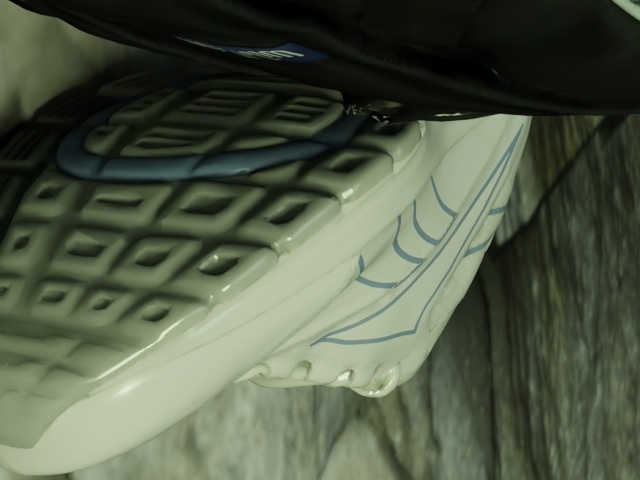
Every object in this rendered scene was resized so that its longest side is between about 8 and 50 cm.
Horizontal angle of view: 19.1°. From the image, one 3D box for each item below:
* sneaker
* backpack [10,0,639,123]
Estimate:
[{"bbox_3d":[0.000,0.000,0.575,0.297,0.111,0.129,-37,131,-51],"label":"sneaker"},{"bbox_3d":[0.001,-0.119,0.423,0.253,0.225,0.191,21,88,-54],"label":"backpack"}]
